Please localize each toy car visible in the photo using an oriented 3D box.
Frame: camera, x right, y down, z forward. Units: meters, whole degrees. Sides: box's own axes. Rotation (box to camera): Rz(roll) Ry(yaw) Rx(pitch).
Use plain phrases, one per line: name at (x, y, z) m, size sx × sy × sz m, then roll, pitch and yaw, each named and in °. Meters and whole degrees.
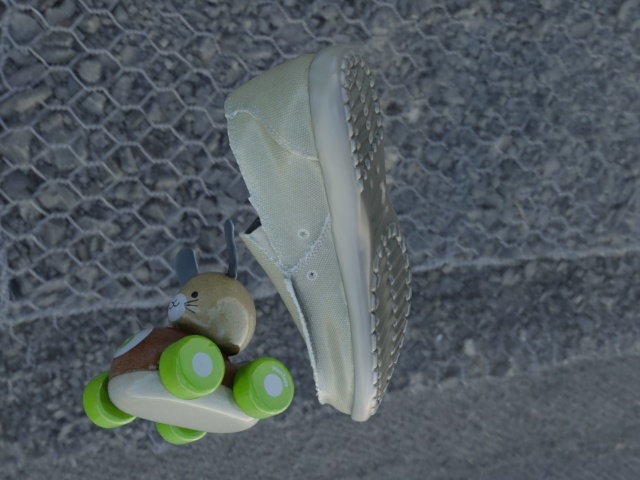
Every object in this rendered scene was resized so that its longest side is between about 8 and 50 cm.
toy car at (-0.116, 0.075, 0.955) m, size 0.149 × 0.155 × 0.188 m, roll 22°, pitch 57°, yaw -35°

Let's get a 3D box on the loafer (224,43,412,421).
loafer at (0.000, 0.000, 0.681) m, size 0.102 × 0.092 × 0.268 m, roll -56°, pitch 144°, yaw -54°
